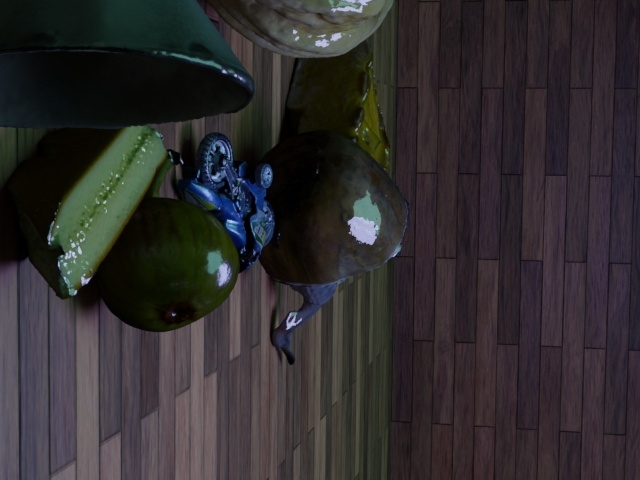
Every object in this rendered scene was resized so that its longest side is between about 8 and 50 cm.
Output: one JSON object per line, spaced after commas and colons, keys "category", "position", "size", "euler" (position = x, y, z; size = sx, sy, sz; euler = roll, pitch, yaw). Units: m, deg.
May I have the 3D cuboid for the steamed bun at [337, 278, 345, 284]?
{"category": "steamed bun", "position": [0.000, 0.000, 2.118], "size": [0.183, 0.106, 0.183], "euler": [9, 90, -73]}

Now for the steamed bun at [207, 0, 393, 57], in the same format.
{"category": "steamed bun", "position": [-0.054, -0.389, 1.502], "size": [0.325, 0.230, 0.372], "euler": [60, 20, 0]}

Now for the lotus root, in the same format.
{"category": "lotus root", "position": [-0.010, -0.064, 1.780], "size": [0.192, 0.272, 0.272], "euler": [52, 39, -47]}

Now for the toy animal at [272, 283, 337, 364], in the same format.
{"category": "toy animal", "position": [-0.008, 0.065, 1.964], "size": [0.324, 0.090, 0.195], "euler": [-59, 144, 2]}

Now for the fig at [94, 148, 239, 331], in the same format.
{"category": "fig", "position": [-0.181, -0.021, 1.249], "size": [0.151, 0.151, 0.259], "euler": [77, -6, -50]}

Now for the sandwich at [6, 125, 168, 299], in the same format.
{"category": "sandwich", "position": [-0.228, -0.044, 1.069], "size": [0.244, 0.088, 0.090], "euler": [-66, 146, -53]}

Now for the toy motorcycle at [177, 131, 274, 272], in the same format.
{"category": "toy motorcycle", "position": [-0.123, -0.041, 1.568], "size": [0.254, 0.092, 0.136], "euler": [57, 44, -55]}

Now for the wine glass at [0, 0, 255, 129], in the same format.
{"category": "wine glass", "position": [-0.184, -0.297, 0.861], "size": [0.267, 0.267, 0.406], "euler": [30, 58, -77]}

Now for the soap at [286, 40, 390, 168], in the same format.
{"category": "soap", "position": [0.044, -0.155, 2.159], "size": [0.339, 0.169, 0.304], "euler": [74, 21, -52]}
